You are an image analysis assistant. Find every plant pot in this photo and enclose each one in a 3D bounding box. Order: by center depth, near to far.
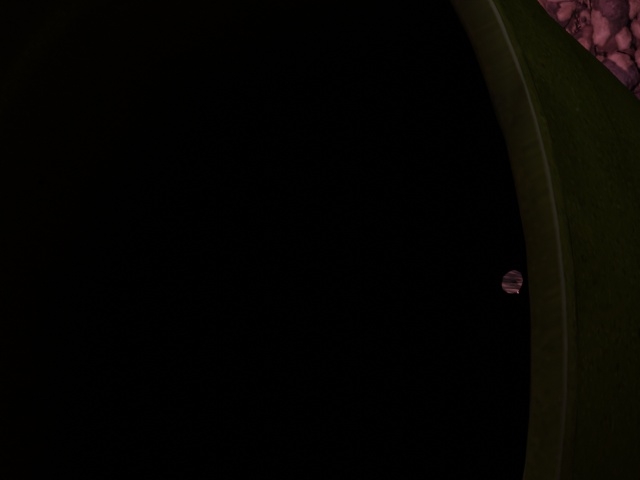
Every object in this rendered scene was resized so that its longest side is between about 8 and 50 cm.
[{"bbox_3d":[0.024,0.065,0.553,0.366,0.366,0.353,12,0,41],"label":"plant pot"}]
